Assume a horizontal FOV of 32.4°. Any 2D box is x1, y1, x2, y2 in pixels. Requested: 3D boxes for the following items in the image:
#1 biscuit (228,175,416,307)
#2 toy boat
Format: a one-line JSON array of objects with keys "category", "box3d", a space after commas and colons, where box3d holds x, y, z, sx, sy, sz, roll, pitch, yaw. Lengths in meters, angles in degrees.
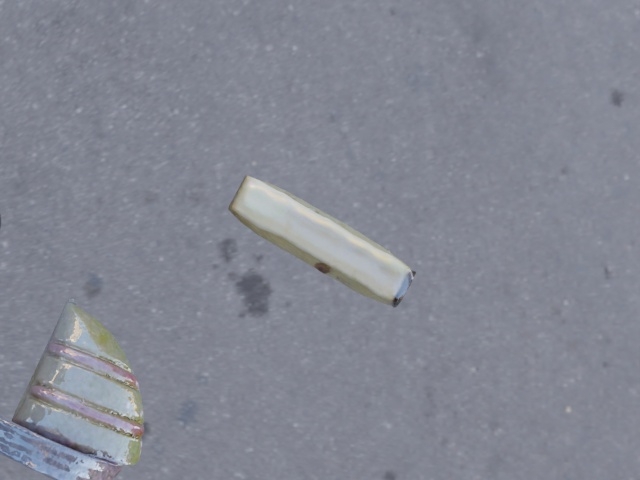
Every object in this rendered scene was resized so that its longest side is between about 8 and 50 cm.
[{"category": "biscuit", "box3d": [0.000, 0.000, 1.042, 0.188, 0.056, 0.052, 29, 88, 4]}, {"category": "toy boat", "box3d": [-0.414, 0.288, 1.850, 0.276, 0.111, 0.293, 42, 71, -4]}]
